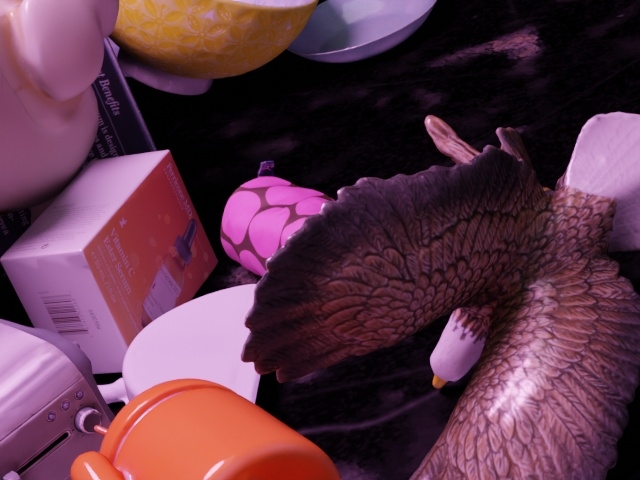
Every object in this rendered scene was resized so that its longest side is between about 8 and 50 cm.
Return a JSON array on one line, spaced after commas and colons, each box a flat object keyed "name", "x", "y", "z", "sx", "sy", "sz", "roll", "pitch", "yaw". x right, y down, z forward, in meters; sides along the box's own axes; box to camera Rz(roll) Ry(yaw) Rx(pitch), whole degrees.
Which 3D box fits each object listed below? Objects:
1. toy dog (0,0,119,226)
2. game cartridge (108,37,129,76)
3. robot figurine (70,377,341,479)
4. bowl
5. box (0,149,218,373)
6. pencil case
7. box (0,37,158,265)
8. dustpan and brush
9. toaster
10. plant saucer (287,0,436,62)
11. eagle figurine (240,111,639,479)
[{"name": "toy dog", "x": -0.376, "y": -0.082, "z": 1.287, "sx": 0.284, "sy": 0.395, "sz": 0.408, "roll": 10, "pitch": 39, "yaw": 18}, {"name": "game cartridge", "x": -0.169, "y": -0.280, "z": 1.972, "sx": 0.294, "sy": 0.060, "sz": 0.196, "roll": 5, "pitch": 33, "yaw": 42}, {"name": "robot figurine", "x": -0.070, "y": 0.166, "z": 0.994, "sx": 0.158, "sy": 0.128, "sz": 0.219, "roll": -33, "pitch": 29, "yaw": -21}, {"name": "bowl", "x": -0.159, "y": -0.262, "z": 1.738, "sx": 0.289, "sy": 0.156, "sz": 0.289, "roll": 16, "pitch": 26, "yaw": -8}, {"name": "box", "x": -0.184, "y": 0.018, "z": 1.346, "sx": 0.091, "sy": 0.130, "sz": 0.170, "roll": -6, "pitch": 31, "yaw": 29}, {"name": "pencil case", "x": 0.000, "y": 0.000, "z": 1.299, "sx": 0.098, "sy": 0.095, "sz": 0.209, "roll": -12, "pitch": 22, "yaw": -30}, {"name": "box", "x": -0.405, "y": -0.108, "z": 1.652, "sx": 0.395, "sy": 0.212, "sz": 0.293, "roll": -25, "pitch": 26, "yaw": -9}, {"name": "dustpan and brush", "x": -0.136, "y": 0.112, "z": 1.236, "sx": 0.211, "sy": 0.060, "sz": 0.147, "roll": -6, "pitch": 43, "yaw": 16}, {"name": "toaster", "x": -0.272, "y": 0.145, "z": 1.182, "sx": 0.227, "sy": 0.129, "sz": 0.146, "roll": 11, "pitch": 44, "yaw": 45}, {"name": "plant saucer", "x": 0.052, "y": -0.250, "z": 1.771, "sx": 0.195, "sy": 0.037, "sz": 0.195, "roll": -16, "pitch": 27, "yaw": 9}, {"name": "eagle figurine", "x": 0.117, "y": 0.045, "z": 1.031, "sx": 0.226, "sy": 0.225, "sz": 0.298, "roll": 9, "pitch": 27, "yaw": 26}]
